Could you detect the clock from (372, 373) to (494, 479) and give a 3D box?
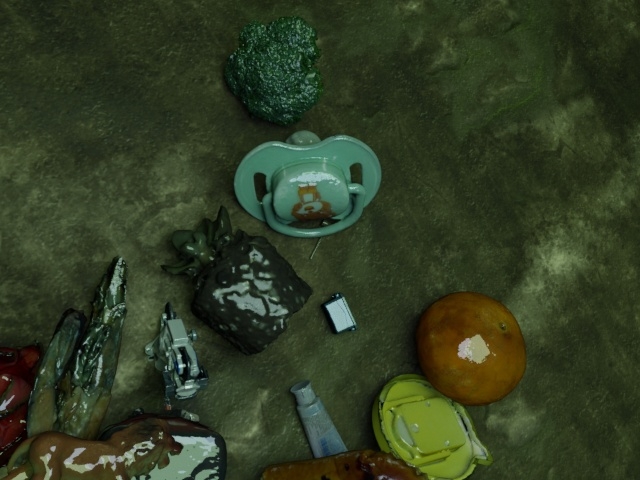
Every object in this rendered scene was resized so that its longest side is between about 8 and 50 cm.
[{"bbox_3d":[0.250,0.456,1.358,0.294,0.071,0.277,8,45,-29],"label":"clock"}]

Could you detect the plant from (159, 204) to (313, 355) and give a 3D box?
[{"bbox_3d":[-0.191,0.079,1.223,0.312,0.213,0.215,48,67,-6],"label":"plant"}]

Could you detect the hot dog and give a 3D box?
[{"bbox_3d":[0.083,0.602,1.124,0.366,0.196,0.367,-18,83,15],"label":"hot dog"}]

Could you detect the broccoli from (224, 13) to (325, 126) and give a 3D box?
[{"bbox_3d":[-0.089,-0.434,1.396,0.254,0.269,0.269,45,65,-13],"label":"broccoli"}]

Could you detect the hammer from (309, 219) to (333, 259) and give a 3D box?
[{"bbox_3d":[0.000,0.000,1.431,0.036,0.019,0.110,31,70,-13],"label":"hammer"}]

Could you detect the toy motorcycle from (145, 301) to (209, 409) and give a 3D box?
[{"bbox_3d":[-0.295,0.239,1.164,0.102,0.221,0.150,-3,123,-27],"label":"toy motorcycle"}]

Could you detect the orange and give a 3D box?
[{"bbox_3d":[0.373,0.261,1.403,0.284,0.226,0.283,16,54,-24],"label":"orange"}]

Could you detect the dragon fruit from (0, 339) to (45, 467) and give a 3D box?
[{"bbox_3d":[-0.581,0.284,1.009,0.233,0.234,0.293,50,50,-5],"label":"dragon fruit"}]

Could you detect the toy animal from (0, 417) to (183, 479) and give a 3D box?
[{"bbox_3d":[-0.380,0.366,0.932,0.313,0.097,0.157,15,72,-30],"label":"toy animal"}]

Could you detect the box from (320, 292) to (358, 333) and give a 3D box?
[{"bbox_3d":[0.043,0.181,1.379,0.054,0.074,0.099,-24,87,-16],"label":"box"}]

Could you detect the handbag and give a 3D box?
[{"bbox_3d":[-0.314,0.422,1.102,0.255,0.181,0.181,8,76,-19],"label":"handbag"}]

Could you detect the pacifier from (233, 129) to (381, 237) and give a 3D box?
[{"bbox_3d":[-0.031,-0.158,1.369,0.344,0.288,0.269,-2,43,-2],"label":"pacifier"}]

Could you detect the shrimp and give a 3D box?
[{"bbox_3d":[-0.453,0.216,1.071,0.085,0.272,0.444,6,61,4],"label":"shrimp"}]

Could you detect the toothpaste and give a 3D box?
[{"bbox_3d":[0.000,0.439,1.311,0.089,0.057,0.234,-26,95,-24],"label":"toothpaste"}]
